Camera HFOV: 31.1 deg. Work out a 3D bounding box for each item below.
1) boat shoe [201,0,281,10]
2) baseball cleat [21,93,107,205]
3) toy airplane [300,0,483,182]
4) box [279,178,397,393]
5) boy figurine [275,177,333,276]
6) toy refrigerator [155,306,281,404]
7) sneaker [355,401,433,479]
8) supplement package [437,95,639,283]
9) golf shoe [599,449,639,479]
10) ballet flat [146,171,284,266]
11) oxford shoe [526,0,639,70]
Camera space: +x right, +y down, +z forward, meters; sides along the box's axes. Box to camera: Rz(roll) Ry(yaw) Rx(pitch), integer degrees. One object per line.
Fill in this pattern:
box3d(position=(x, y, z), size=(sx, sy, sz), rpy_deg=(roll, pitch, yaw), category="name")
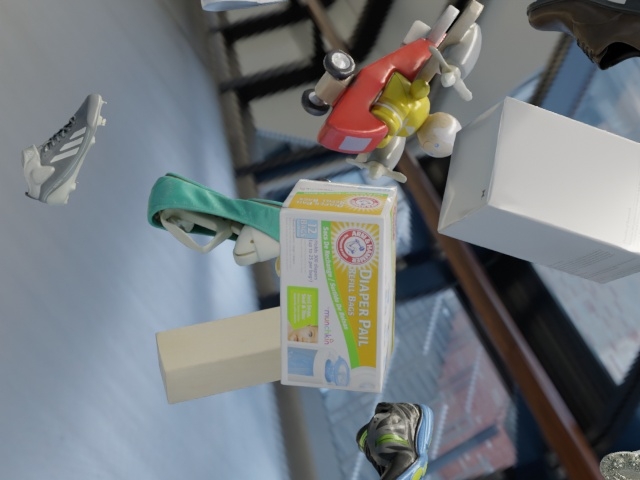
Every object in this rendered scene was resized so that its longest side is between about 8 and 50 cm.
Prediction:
box3d(position=(-0.112, -0.384, 1.701), size=(0.228, 0.080, 0.076), rpy_deg=(-27, 108, -60), category="boat shoe")
box3d(position=(-0.438, -0.160, 1.932), size=(0.109, 0.206, 0.072), rpy_deg=(19, 5, -24), category="baseball cleat")
box3d(position=(0.183, -0.279, 2.224), size=(0.272, 0.384, 0.386), rpy_deg=(50, 7, 10), category="toy airplane")
box3d(position=(0.020, 0.047, 1.228), size=(0.103, 0.114, 0.203), rpy_deg=(-63, 154, -66), category="box")
box3d(position=(0.000, 0.000, 1.714), size=(0.092, 0.177, 0.285), rpy_deg=(37, 19, -16), category="boy figurine")
box3d(position=(-0.140, 0.187, 1.962), size=(0.102, 0.269, 0.094), rpy_deg=(93, -19, -50), category="toy refrigerator")
box3d(position=(0.071, 0.225, 1.187), size=(0.188, 0.078, 0.067), rpy_deg=(-67, 168, -66), category="sneaker")
box3d(position=(0.353, -0.069, 1.720), size=(0.292, 0.175, 0.177), rpy_deg=(17, -17, -15), category="supplement package")
box3d(position=(0.531, 0.379, 1.910), size=(0.176, 0.069, 0.086), rpy_deg=(11, 8, -18), category="golf shoe")
box3d(position=(-0.109, -0.013, 1.433), size=(0.247, 0.087, 0.083), rpy_deg=(16, -23, 19), category="ballet flat")
box3d(position=(0.377, -0.290, 1.596), size=(0.227, 0.096, 0.082), rpy_deg=(18, -1, 42), category="oxford shoe")
